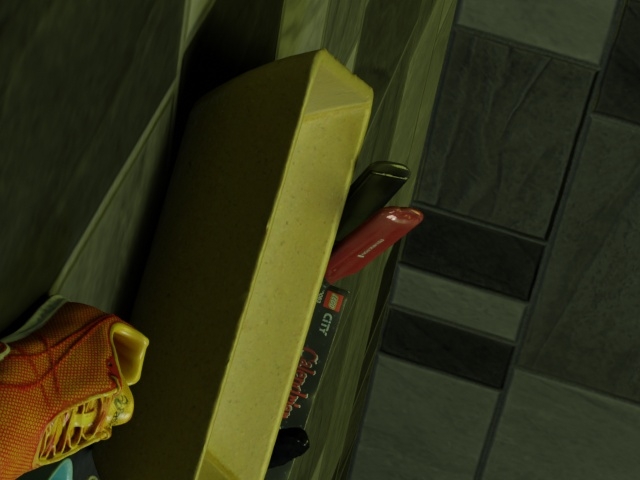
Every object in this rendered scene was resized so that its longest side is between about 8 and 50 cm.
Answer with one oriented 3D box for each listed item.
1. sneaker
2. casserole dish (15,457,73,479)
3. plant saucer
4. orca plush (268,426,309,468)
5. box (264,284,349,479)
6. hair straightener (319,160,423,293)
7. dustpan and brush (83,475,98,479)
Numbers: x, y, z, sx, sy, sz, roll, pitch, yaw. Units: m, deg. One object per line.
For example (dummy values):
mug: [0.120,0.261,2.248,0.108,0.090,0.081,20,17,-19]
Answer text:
sneaker: [-0.127,0.075,0.927,0.175,0.067,0.064,-57,165,-62]
casserole dish: [-0.171,0.181,0.961,0.188,0.037,0.114,-61,167,-57]
plant saucer: [-0.060,0.035,1.310,0.333,0.081,0.333,2,104,-83]
orca plush: [-0.050,0.127,1.541,0.151,0.102,0.287,-60,165,-64]
box: [-0.046,0.156,1.735,0.159,0.044,0.233,140,-30,-74]
hair straightener: [0.000,0.000,1.538,0.230,0.047,0.089,-46,-133,47]
dustpan and brush: [-0.146,0.245,1.172,0.147,0.060,0.211,-15,100,-62]
